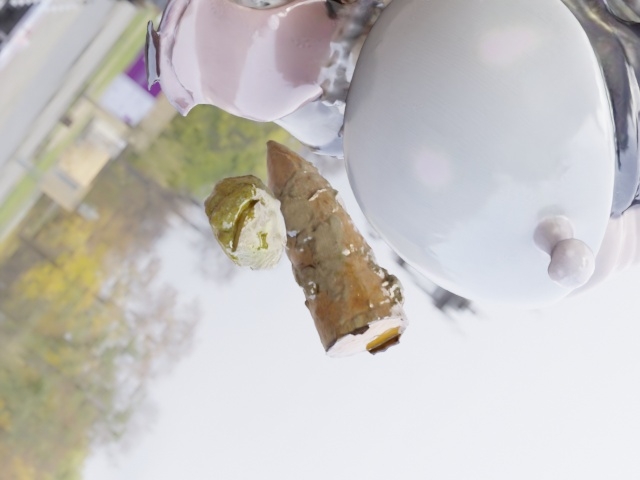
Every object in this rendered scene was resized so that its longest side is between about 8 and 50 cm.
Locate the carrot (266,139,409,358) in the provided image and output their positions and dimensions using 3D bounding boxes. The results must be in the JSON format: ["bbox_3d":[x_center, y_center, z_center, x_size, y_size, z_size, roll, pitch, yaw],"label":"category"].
[{"bbox_3d":[0.000,0.000,1.620,0.102,0.263,0.102,-21,155,-10],"label":"carrot"}]

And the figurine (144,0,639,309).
[{"bbox_3d":[0.080,-0.089,1.068,0.211,0.361,0.253,-46,150,-28],"label":"figurine"}]

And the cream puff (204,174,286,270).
[{"bbox_3d":[-0.056,-0.013,1.224,0.058,0.083,0.083,-30,-155,-3],"label":"cream puff"}]
